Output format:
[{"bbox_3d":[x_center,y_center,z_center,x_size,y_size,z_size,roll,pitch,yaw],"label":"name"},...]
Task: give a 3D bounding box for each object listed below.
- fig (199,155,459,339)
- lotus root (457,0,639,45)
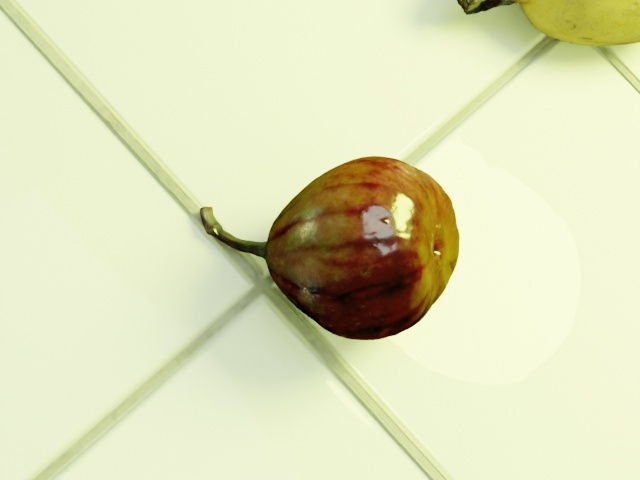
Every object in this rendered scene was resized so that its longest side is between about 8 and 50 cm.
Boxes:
[{"bbox_3d":[0.020,0.014,0.705,0.202,0.149,0.148,-24,109,0],"label":"fig"},{"bbox_3d":[0.283,-0.293,0.901,0.310,0.183,0.182,-10,73,-16],"label":"lotus root"}]
